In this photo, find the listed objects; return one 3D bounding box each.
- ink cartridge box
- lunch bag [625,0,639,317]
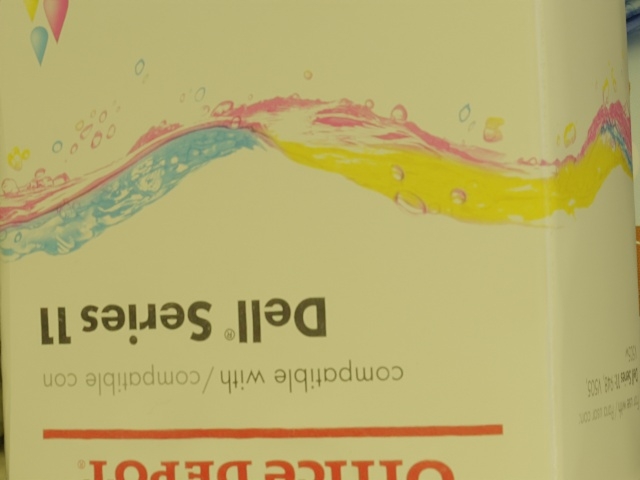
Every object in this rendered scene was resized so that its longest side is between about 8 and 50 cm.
[{"bbox_3d":[0.000,0.000,0.664,0.119,0.207,0.353,0,87,-68],"label":"ink cartridge box"},{"bbox_3d":[0.130,0.036,0.818,0.243,0.115,0.303,-25,102,-29],"label":"lunch bag"}]
